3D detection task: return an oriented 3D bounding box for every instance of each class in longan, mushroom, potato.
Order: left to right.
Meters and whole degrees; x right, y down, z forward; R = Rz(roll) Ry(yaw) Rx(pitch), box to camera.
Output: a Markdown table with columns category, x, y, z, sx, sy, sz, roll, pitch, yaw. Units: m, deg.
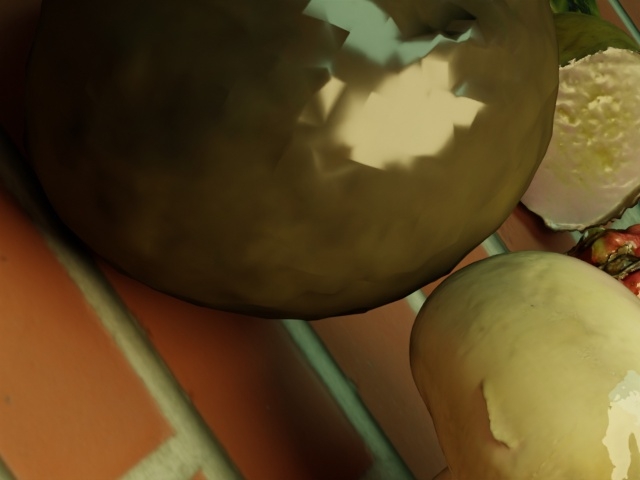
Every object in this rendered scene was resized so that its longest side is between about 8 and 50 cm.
| category | x | y | z | sx | sy | sz | roll | pitch | yaw |
| --- | --- | --- | --- | --- | --- | --- | --- | --- | --- |
| longan | -0.013 | -0.141 | 1.354 | 0.404 | 0.404 | 0.436 | 48 | 23 | -14 |
| mushroom | 0.187 | 0.156 | 1.337 | 0.315 | 0.356 | 0.315 | 6 | 73 | -20 |
| potato | 0.300 | -0.162 | 2.049 | 0.229 | 0.229 | 0.266 | 48 | 15 | -14 |

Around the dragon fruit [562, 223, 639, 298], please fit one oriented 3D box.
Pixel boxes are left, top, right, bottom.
| category | x | y | z | sx | sy | sz | roll | pitch | yaw |
| --- | --- | --- | --- | --- | --- | --- | --- | --- | --- |
| dragon fruit | 0.321 | 0.087 | 1.786 | 0.224 | 0.227 | 0.224 | 6 | 34 | -4 |

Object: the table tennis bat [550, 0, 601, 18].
| category | x | y | z | sx | sy | sz | roll | pitch | yaw |
| --- | --- | --- | --- | --- | --- | --- | --- | --- | --- |
| table tennis bat | 0.289 | -0.382 | 2.385 | 0.321 | 0.050 | 0.198 | 38 | 36 | -37 |
